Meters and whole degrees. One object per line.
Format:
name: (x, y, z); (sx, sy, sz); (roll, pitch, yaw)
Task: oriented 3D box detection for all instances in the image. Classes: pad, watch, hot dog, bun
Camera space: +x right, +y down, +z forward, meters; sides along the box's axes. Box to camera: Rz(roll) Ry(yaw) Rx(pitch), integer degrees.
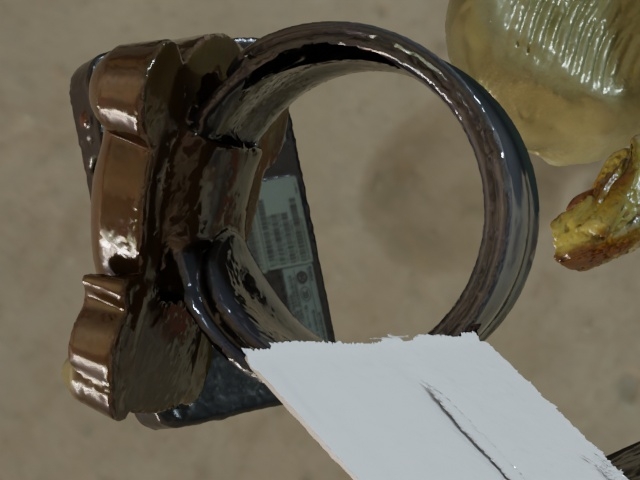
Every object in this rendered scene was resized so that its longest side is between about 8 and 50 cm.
pad: (0.088, 0.105, 0.535); (0.156, 0.232, 0.004); (0, 130, -57)
watch: (0.000, 0.000, 1.419); (0.327, 0.314, 0.335); (12, 92, 17)
hot dog: (0.192, -0.030, 1.032); (0.169, 0.078, 0.061); (-15, 68, -27)
bun: (0.227, -0.194, 1.787); (0.259, 0.160, 0.259); (8, 70, -23)

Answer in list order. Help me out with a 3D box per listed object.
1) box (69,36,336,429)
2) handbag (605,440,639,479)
box: (-0.107, -0.010, 1.674); (0.211, 0.058, 0.350); (-11, 88, -35)
handbag: (0.233, 0.129, 0.964); (0.247, 0.223, 0.080); (-20, 83, 6)
